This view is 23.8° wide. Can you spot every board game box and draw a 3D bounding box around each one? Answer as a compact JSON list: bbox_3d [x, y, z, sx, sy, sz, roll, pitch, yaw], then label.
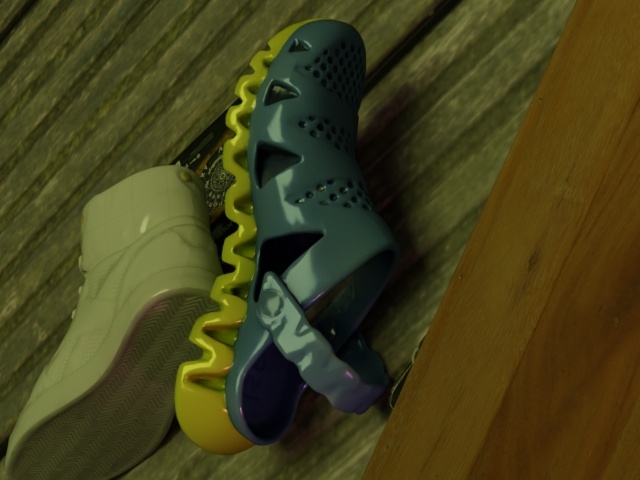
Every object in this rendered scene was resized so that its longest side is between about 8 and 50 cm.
[{"bbox_3d":[-0.053,-0.063,1.233,0.186,0.026,0.126,-40,46,28],"label":"board game box"}]

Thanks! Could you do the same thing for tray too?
[{"bbox_3d":[0.140,0.052,0.671,0.203,0.076,0.411,22,88,53],"label":"tray"}]

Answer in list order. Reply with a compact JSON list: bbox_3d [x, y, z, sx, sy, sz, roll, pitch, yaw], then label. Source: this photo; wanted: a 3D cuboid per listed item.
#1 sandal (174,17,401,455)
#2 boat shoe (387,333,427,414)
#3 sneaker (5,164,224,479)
[{"bbox_3d":[0.000,0.000,1.068,0.138,0.126,0.317,5,85,33],"label":"sandal"},{"bbox_3d":[0.083,0.074,0.998,0.125,0.038,0.046,-42,44,27],"label":"boat shoe"},{"bbox_3d":[-0.166,0.069,1.226,0.292,0.108,0.169,-47,38,34],"label":"sneaker"}]
